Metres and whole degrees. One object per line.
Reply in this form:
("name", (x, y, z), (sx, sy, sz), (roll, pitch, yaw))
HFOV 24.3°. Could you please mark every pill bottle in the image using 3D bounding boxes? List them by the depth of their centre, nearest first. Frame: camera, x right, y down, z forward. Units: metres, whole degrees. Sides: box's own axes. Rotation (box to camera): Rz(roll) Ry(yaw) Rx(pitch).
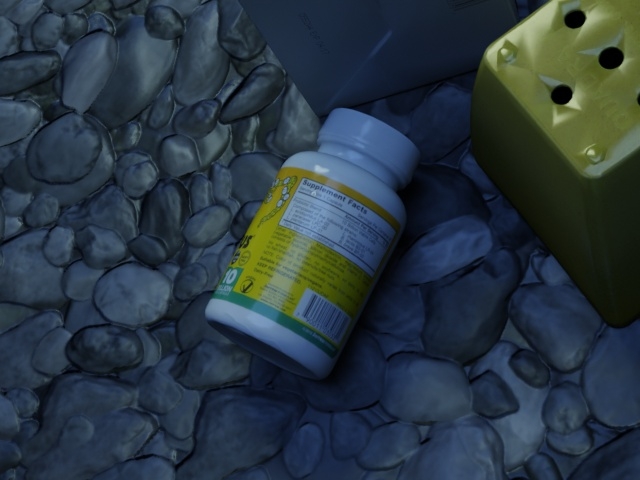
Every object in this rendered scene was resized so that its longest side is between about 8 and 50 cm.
("pill bottle", (0.000, 0.000, 1.232), (0.117, 0.117, 0.208), (22, 77, 26))

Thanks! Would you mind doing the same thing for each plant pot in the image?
("plant pot", (0.239, -0.098, 1.150), (0.212, 0.187, 0.212), (-36, 61, 1))

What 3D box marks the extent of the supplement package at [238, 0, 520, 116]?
("supplement package", (0.041, -0.248, 1.241), (0.204, 0.262, 0.145), (-16, 64, 12))
